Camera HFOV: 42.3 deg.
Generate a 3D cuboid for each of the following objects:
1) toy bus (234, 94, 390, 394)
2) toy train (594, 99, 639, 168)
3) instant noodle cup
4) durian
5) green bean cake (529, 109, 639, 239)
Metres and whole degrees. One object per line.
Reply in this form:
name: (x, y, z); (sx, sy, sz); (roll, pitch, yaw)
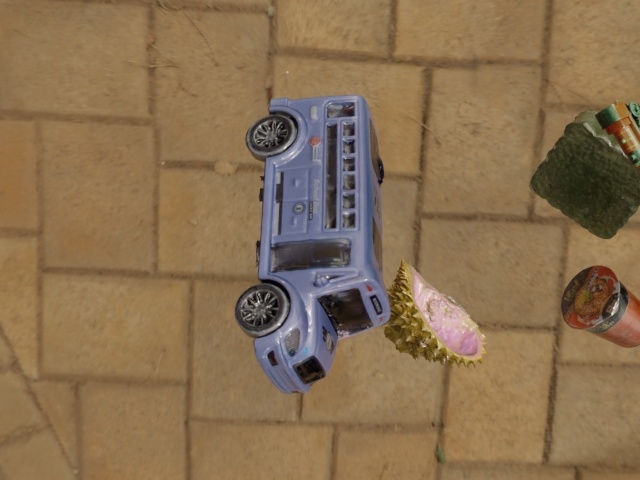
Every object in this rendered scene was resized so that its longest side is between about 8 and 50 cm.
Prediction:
toy bus: (0.000, 0.000, 0.823); (0.133, 0.125, 0.292); (-6, 59, 12)
toy train: (0.430, -0.146, 1.151); (0.044, 0.064, 0.103); (-32, 84, 45)
instant noodle cup: (0.524, 0.128, 1.491); (0.135, 0.127, 0.127); (30, 99, -27)
durian: (0.186, 0.142, 1.420); (0.132, 0.165, 0.182); (-45, 126, -13)
green bean cake: (0.493, -0.120, 1.478); (0.185, 0.094, 0.183); (34, 138, 9)
